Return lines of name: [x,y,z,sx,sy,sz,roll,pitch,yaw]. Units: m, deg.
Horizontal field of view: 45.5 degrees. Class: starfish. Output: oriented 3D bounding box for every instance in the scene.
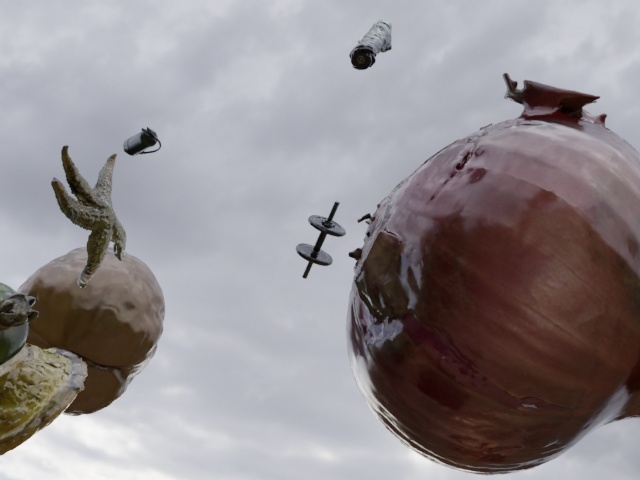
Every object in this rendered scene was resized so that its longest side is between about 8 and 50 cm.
starfish: [-0.302,-0.039,1.037,0.050,0.216,0.223,-7,-34,3]

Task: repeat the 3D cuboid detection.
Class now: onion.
onion: [0.170,0.032,0.695,0.354,0.353,0.353,7,-36,5]

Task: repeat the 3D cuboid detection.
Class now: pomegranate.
pomegranate: [-0.406,0.098,0.946,0.142,0.114,0.114,-23,-47,32]

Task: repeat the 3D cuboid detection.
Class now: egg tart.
egg tart: [-0.457,0.217,1.097,0.241,0.241,0.105,-9,-64,25]

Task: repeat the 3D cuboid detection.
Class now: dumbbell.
dumbbell: [0.000,0.000,1.291,0.069,0.069,0.147,19,-73,-12]

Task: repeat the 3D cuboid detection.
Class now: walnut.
walnut: [-0.496,0.180,1.610,0.308,0.354,0.398,41,-3,-7]

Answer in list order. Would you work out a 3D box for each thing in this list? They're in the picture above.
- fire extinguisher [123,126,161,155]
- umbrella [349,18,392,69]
fire extinguisher: [-0.236,-0.132,1.026,0.038,0.025,0.083,38,-26,-24]
umbrella: [0.090,-0.335,1.310,0.046,0.188,0.050,-12,-64,22]
